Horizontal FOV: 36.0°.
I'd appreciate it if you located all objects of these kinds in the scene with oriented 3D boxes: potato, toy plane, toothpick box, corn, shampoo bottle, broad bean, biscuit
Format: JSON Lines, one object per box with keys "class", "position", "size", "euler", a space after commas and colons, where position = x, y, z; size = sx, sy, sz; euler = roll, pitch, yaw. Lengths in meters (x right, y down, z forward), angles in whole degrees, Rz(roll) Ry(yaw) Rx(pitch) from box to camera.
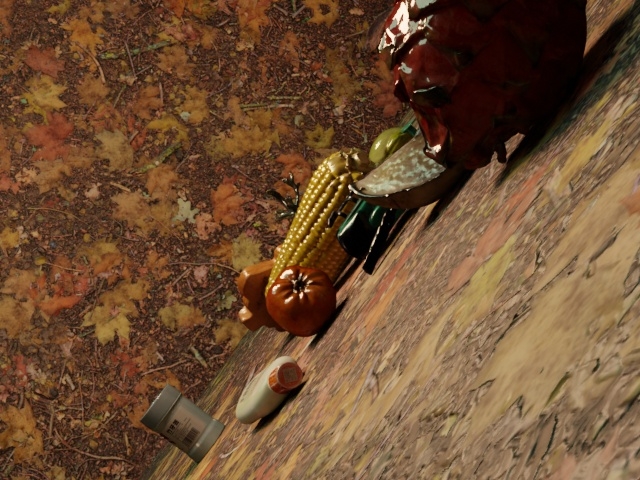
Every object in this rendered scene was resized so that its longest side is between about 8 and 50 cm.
{"class": "potato", "position": [0.182, -0.109, 1.446], "size": [0.261, 0.100, 0.120], "euler": [-39, 43, 5]}
{"class": "toy plane", "position": [0.134, -0.095, 1.717], "size": [0.381, 0.106, 0.155], "euler": [-53, 9, -23]}
{"class": "toothpick box", "position": [-0.293, 0.388, 2.086], "size": [0.101, 0.153, 0.101], "euler": [-52, 2, 3]}
{"class": "corn", "position": [0.000, 0.000, 1.919], "size": [0.387, 0.144, 0.144], "euler": [-63, -1, 21]}
{"class": "shampoo bottle", "position": [-0.076, 0.232, 1.550], "size": [0.108, 0.051, 0.221], "euler": [-53, 3, -24]}
{"class": "broad bean", "position": [0.142, -0.179, 1.996], "size": [0.124, 0.082, 0.174], "euler": [-50, 2, -3]}
{"class": "biscuit", "position": [-0.050, 0.075, 2.097], "size": [0.306, 0.043, 0.284], "euler": [-45, -31, -4]}

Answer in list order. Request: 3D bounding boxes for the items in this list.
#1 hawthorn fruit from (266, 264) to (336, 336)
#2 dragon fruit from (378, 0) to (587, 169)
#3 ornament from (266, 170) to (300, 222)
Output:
{"class": "hawthorn fruit", "position": [-0.026, 0.108, 1.701], "size": [0.125, 0.140, 0.125], "euler": [-27, 40, 26]}
{"class": "dragon fruit", "position": [0.185, -0.232, 1.156], "size": [0.244, 0.244, 0.298], "euler": [-65, -6, -76]}
{"class": "ornament", "position": [-0.015, -0.078, 2.409], "size": [0.080, 0.236, 0.202], "euler": [-46, 7, 43]}
